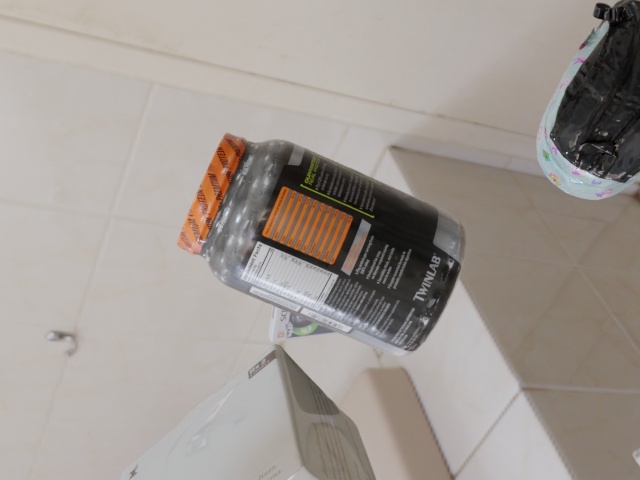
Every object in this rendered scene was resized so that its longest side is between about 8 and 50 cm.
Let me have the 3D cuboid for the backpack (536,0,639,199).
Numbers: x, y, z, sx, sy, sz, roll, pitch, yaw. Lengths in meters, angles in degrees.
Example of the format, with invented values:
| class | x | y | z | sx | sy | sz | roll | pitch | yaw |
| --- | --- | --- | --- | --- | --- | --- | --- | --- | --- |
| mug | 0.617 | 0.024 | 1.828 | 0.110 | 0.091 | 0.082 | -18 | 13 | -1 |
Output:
| class | x | y | z | sx | sy | sz | roll | pitch | yaw |
| --- | --- | --- | --- | --- | --- | --- | --- | --- | --- |
| backpack | 0.295 | -0.125 | 0.823 | 0.182 | 0.152 | 0.115 | -53 | -15 | -9 |

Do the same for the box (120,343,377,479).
| class | x | y | z | sx | sy | sz | roll | pitch | yaw |
| --- | --- | --- | --- | --- | --- | --- | --- | --- | --- |
| box | -0.055 | 0.209 | 0.648 | 0.181 | 0.119 | 0.182 | -40 | 21 | 7 |

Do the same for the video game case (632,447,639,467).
| class | x | y | z | sx | sy | sz | roll | pitch | yaw |
| --- | --- | --- | --- | --- | --- | --- | --- | --- | --- |
| video game case | 0.423 | 0.251 | 0.680 | 0.204 | 0.025 | 0.285 | -32 | 80 | 10 |

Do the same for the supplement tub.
| class | x | y | z | sx | sy | sz | roll | pitch | yaw |
| --- | --- | --- | --- | --- | --- | --- | --- | --- | --- |
| supplement tub | 0.000 | 0.000 | 1.096 | 0.207 | 0.338 | 0.207 | -156 | 90 | -84 |

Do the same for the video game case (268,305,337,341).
| class | x | y | z | sx | sy | sz | roll | pitch | yaw |
| --- | --- | --- | --- | --- | --- | --- | --- | --- | --- |
| video game case | 0.016 | 0.087 | 1.372 | 0.022 | 0.190 | 0.173 | -118 | 31 | -48 |
